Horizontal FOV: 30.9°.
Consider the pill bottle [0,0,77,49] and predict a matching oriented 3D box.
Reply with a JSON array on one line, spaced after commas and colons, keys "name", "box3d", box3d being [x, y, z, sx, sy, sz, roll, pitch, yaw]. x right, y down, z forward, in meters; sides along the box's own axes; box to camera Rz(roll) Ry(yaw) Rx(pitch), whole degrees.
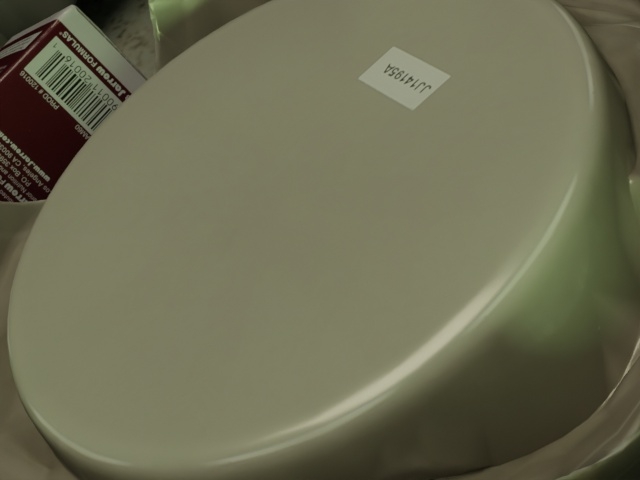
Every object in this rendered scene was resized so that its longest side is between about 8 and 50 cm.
[{"name": "pill bottle", "box3d": [-0.214, -0.230, 0.766, 0.152, 0.152, 0.272, 11, 75, 40]}]

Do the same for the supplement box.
[{"name": "supplement box", "box3d": [-0.199, -0.008, 0.599, 0.239, 0.073, 0.130, -50, 22, -17]}]

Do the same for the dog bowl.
[{"name": "dog bowl", "box3d": [0.000, 0.000, 0.457, 0.348, 0.102, 0.349, -19, 43, 19]}]
